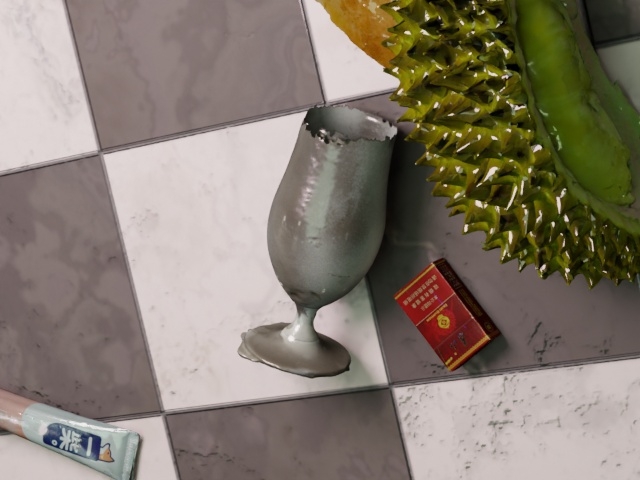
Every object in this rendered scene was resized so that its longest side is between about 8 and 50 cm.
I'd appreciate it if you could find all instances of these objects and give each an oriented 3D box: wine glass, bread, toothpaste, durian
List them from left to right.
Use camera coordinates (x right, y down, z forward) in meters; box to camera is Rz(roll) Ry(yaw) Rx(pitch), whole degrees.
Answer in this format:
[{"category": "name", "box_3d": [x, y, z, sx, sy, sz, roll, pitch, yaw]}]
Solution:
[{"category": "toothpaste", "box_3d": [-0.265, 0.178, 1.904, 0.205, 0.036, 0.056, 18, 111, 22]}, {"category": "wine glass", "box_3d": [0.000, 0.000, 1.665, 0.103, 0.103, 0.222, 23, 112, 25]}, {"category": "bread", "box_3d": [0.056, -0.191, 1.616, 0.154, 0.054, 0.136, -18, 94, 35]}, {"category": "durian", "box_3d": [0.156, -0.120, 1.531, 0.158, 0.169, 0.351, -22, 88, 60]}]

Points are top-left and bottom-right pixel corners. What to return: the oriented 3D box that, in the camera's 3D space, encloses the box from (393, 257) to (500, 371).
[{"category": "box", "box_3d": [0.106, 0.062, 1.660, 0.051, 0.023, 0.082, -43, 78, 32]}]
